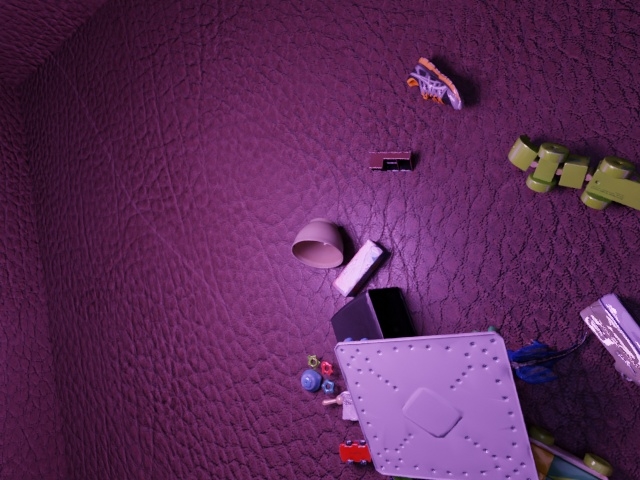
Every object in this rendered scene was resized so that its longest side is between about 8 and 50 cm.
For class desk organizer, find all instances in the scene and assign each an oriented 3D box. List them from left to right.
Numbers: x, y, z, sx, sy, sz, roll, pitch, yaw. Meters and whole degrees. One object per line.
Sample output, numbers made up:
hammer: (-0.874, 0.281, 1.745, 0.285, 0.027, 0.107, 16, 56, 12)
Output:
desk organizer: (0.216, -0.239, 1.251, 0.130, 0.047, 0.050, 6, 88, 28)

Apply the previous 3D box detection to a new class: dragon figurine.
dragon figurine: (0.498, 0.286, 0.972, 0.289, 0.144, 0.085, -16, 79, 17)

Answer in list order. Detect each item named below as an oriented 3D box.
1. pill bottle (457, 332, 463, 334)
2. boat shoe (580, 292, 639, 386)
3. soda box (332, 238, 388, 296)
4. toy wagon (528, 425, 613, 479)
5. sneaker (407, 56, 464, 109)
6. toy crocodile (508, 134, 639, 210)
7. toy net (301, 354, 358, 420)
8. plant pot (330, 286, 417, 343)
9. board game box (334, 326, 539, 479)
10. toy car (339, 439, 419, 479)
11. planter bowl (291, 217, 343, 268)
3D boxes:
pill bottle: (0.370, 0.346, 1.055, 0.108, 0.108, 0.194, -35, 69, 19)
boat shoe: (0.697, 0.264, 0.902, 0.094, 0.109, 0.302, -43, 48, 34)
soda box: (0.120, 0.086, 1.248, 0.063, 0.058, 0.183, 43, 103, 25)
toy wagon: (0.497, 0.583, 0.971, 0.344, 0.068, 0.267, 21, 93, 31)
sneaker: (0.337, -0.440, 1.202, 0.083, 0.084, 0.215, -44, 57, 19)
toy crocodile: (0.630, -0.167, 1.003, 0.340, 0.105, 0.115, 25, 136, 27)
toy net: (0.043, 0.447, 1.248, 0.232, 0.045, 0.122, 26, 93, 26)
plant pot: (0.142, 0.247, 1.156, 0.167, 0.188, 0.188, -28, 71, 34)
board game box: (0.266, 0.394, 0.976, 0.389, 0.050, 0.390, -12, 103, 29)
toy car: (0.196, 0.603, 1.141, 0.239, 0.053, 0.225, -47, 66, 15)
planter bowl: (0.000, 0.000, 1.281, 0.162, 0.162, 0.109, -5, 53, 27)
